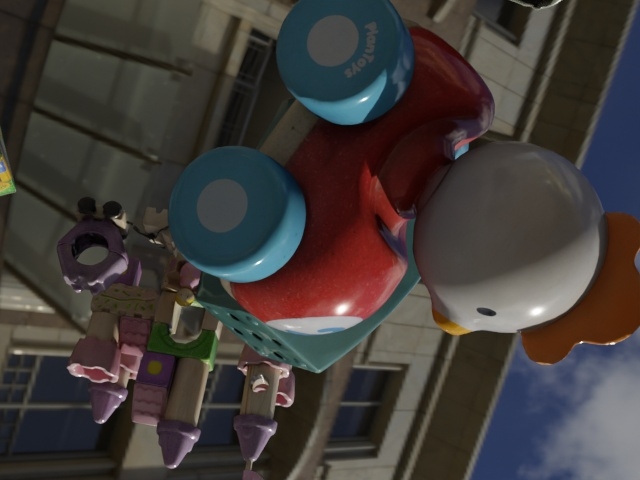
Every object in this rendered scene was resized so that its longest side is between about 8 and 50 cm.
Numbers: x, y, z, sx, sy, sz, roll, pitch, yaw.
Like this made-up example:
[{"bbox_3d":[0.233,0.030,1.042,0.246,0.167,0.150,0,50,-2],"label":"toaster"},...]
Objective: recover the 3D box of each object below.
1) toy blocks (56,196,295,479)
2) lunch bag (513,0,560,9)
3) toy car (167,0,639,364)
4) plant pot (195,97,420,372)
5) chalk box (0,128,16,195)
[{"bbox_3d":[-0.177,0.150,1.163,0.288,0.309,0.260,9,-117,3],"label":"toy blocks"},{"bbox_3d":[0.163,-0.352,0.774,0.169,0.235,0.287,-21,-67,31],"label":"lunch bag"},{"bbox_3d":[0.075,0.001,0.569,0.238,0.219,0.210,35,-88,21],"label":"toy car"},{"bbox_3d":[0.000,0.000,0.928,0.166,0.165,0.234,6,-122,52],"label":"plant pot"},{"bbox_3d":[-0.505,-0.129,1.292,0.213,0.132,0.132,103,-32,-67],"label":"chalk box"}]
